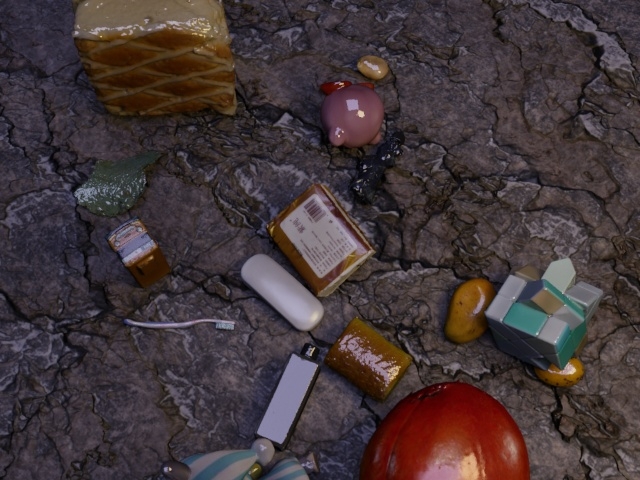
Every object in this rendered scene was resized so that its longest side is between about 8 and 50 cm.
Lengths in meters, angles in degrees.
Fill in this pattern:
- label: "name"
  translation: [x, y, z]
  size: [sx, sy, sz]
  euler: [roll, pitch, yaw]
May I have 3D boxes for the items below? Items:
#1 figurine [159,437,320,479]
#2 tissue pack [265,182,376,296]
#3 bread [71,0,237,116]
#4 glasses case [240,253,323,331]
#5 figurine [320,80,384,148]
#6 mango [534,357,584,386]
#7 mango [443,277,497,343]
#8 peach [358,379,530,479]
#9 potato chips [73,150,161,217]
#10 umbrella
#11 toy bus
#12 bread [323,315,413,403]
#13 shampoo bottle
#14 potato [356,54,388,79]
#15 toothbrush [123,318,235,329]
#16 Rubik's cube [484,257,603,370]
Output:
- label: "figurine"
  translation: [-0.163, 0.535, 1.518]
  size: [0.362, 0.377, 0.266]
  euler: [-19, 70, -6]
- label: "tissue pack"
  translation: [0.000, 0.000, 1.850]
  size: [0.183, 0.092, 0.226]
  euler: [-41, 76, 12]
- label: "bread"
  translation: [-0.413, -0.505, 1.924]
  size: [0.390, 0.371, 0.279]
  euler: [-3, 65, -5]
- label: "glasses case"
  translation: [-0.093, 0.126, 1.843]
  size: [0.233, 0.059, 0.092]
  euler: [39, 72, 14]
- label: "figurine"
  translation: [0.083, -0.322, 1.965]
  size: [0.173, 0.173, 0.173]
  euler: [0, 69, 0]
- label: "mango"
  translation: [0.557, 0.302, 1.779]
  size: [0.114, 0.057, 0.078]
  euler: [6, 77, 7]
- label: "mango"
  translation: [0.361, 0.168, 1.811]
  size: [0.115, 0.089, 0.164]
  euler: [11, 72, 20]
- label: "peach"
  translation: [0.248, 0.471, 1.559]
  size: [0.370, 0.370, 0.369]
  euler: [0, 69, 0]
- label: "potato chips"
  translation: [-0.510, -0.162, 1.957]
  size: [0.167, 0.059, 0.228]
  euler: [22, 70, 18]
- label: "umbrella"
  translation: [0.146, -0.195, 1.969]
  size: [0.071, 0.080, 0.224]
  euler: [14, 61, 43]
- label: "toy bus"
  translation: [-0.429, 0.033, 1.804]
  size: [0.098, 0.201, 0.114]
  euler: [-35, 75, -13]
- label: "bread"
  translation: [0.110, 0.279, 1.761]
  size: [0.172, 0.103, 0.132]
  euler: [35, 72, 14]
- label: "shampoo bottle"
  translation: [-0.067, 0.353, 1.745]
  size: [0.079, 0.080, 0.246]
  euler: [23, 71, 7]
- label: "potato"
  translation: [0.142, -0.472, 2.075]
  size: [0.083, 0.062, 0.068]
  euler: [27, 39, -19]
- label: "toothbrush"
  translation: [-0.340, 0.200, 1.835]
  size: [0.269, 0.021, 0.027]
  euler: [1, 63, 1]
- label: "Rubik's cube"
  translation: [0.505, 0.152, 1.733]
  size: [0.224, 0.265, 0.213]
  euler: [25, 69, 35]
